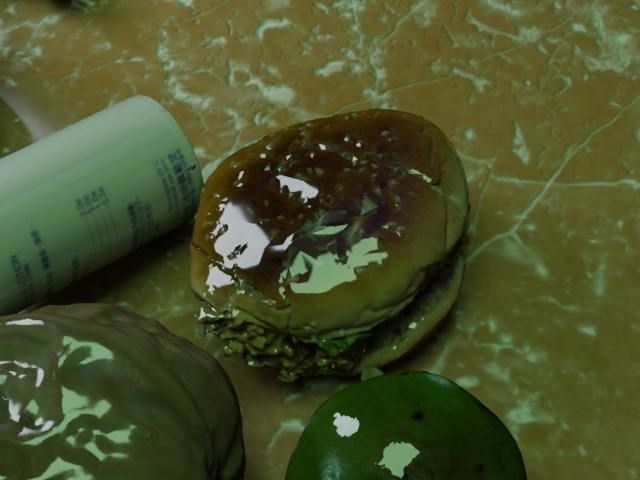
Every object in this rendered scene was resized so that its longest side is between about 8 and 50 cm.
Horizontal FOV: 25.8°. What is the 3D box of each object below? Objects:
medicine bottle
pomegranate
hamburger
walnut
[{"bbox_3d":[-0.273,-0.004,1.228,0.341,0.130,0.130,-31,55,-28],"label":"medicine bottle"},{"bbox_3d":[0.058,0.176,1.078,0.187,0.187,0.225,-20,26,-5],"label":"pomegranate"},{"bbox_3d":[0.000,0.000,1.222,0.286,0.146,0.243,-42,52,-17],"label":"hamburger"},{"bbox_3d":[-0.194,0.164,1.082,0.273,0.227,0.273,-8,54,11],"label":"walnut"}]
